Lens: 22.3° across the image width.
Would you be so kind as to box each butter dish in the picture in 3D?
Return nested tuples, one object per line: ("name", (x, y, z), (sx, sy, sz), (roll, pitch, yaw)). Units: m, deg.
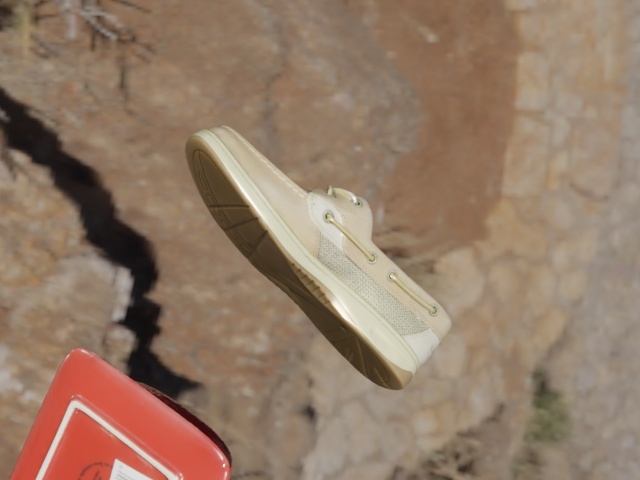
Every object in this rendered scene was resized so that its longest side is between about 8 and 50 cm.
("butter dish", (-0.128, 0.172, 1.186), (0.118, 0.160, 0.160), (-10, 130, -60))

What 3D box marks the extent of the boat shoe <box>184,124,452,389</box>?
("boat shoe", (0.000, 0.000, 1.479), (0.302, 0.109, 0.098), (47, 71, -10))
